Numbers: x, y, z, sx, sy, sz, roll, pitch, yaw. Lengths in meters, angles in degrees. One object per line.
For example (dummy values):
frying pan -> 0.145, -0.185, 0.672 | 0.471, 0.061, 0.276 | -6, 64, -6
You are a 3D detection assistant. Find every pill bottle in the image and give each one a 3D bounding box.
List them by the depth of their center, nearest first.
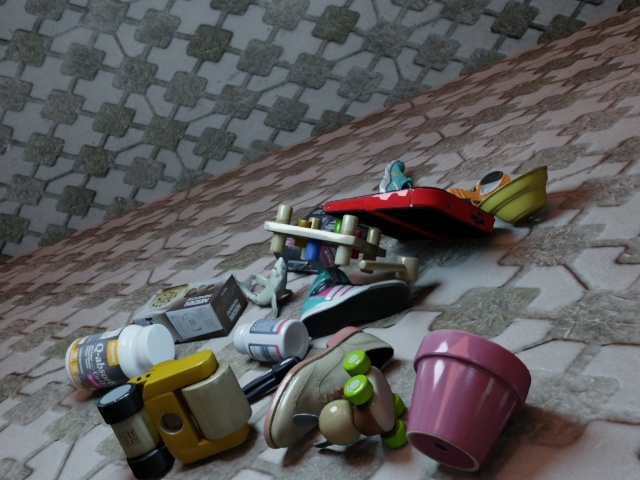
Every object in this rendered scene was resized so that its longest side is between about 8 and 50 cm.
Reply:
pill bottle -> -0.130, 0.253, 1.525 | 0.180, 0.108, 0.108 | -4, 30, 37
pill bottle -> -0.569, 0.330, 1.708 | 0.278, 0.162, 0.162 | -16, 24, 19

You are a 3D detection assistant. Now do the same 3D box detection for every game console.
game console -> 0.250, -0.065, 1.617 | 0.342, 0.060, 0.386 | -1, -12, 41

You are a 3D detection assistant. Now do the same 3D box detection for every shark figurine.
shark figurine -> -0.152, 0.152, 1.816 | 0.116, 0.166, 0.278 | -8, -7, -37

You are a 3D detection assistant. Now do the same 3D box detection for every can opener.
can opener -> -0.124, 0.331, 1.422 | 0.186, 0.073, 0.059 | -32, 31, 4

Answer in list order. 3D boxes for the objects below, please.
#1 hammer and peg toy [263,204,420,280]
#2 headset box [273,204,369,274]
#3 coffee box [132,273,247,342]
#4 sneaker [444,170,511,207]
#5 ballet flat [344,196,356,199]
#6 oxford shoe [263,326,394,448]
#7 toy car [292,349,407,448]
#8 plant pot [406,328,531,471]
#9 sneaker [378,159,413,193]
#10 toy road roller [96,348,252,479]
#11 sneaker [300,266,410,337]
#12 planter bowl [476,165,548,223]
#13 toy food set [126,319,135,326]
hammer and peg toy -> 0.064, 0.004, 1.520 | 0.361, 0.127, 0.266 | 10, -4, 26
headset box -> 0.000, 0.000, 1.942 | 0.218, 0.110, 0.293 | 1, 33, 44
coffee box -> -0.398, 0.217, 1.840 | 0.297, 0.119, 0.168 | -12, 25, 25
sneaker -> 0.439, -0.108, 1.782 | 0.262, 0.099, 0.121 | -20, -22, 4
ballet flat -> 0.182, -0.072, 1.850 | 0.248, 0.086, 0.086 | 12, 28, 0
oxford shoe -> 0.023, 0.306, 1.258 | 0.130, 0.123, 0.348 | 8, 39, 42
toy car -> 0.048, 0.335, 1.154 | 0.188, 0.155, 0.149 | -31, 21, 14
plant pot -> 0.240, 0.284, 1.034 | 0.201, 0.201, 0.180 | -1, 48, 42
sneaker -> 0.280, -0.201, 2.164 | 0.110, 0.107, 0.275 | 4, 36, 13
toy road roller -> -0.317, 0.362, 1.367 | 0.329, 0.202, 0.240 | -21, 13, 10
sneaker -> 0.085, 0.136, 1.572 | 0.295, 0.124, 0.178 | -20, 33, 12
planter bowl -> 0.546, -0.107, 1.638 | 0.217, 0.090, 0.217 | -27, -13, -7
toy food set -> -0.625, 0.287, 1.910 | 0.192, 0.038, 0.132 | -38, 10, 37
